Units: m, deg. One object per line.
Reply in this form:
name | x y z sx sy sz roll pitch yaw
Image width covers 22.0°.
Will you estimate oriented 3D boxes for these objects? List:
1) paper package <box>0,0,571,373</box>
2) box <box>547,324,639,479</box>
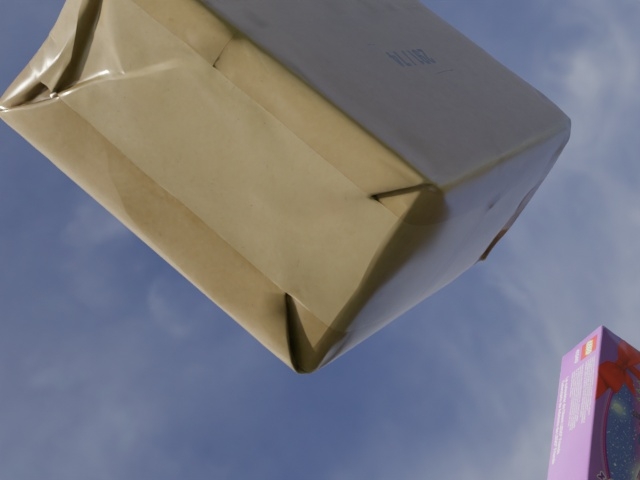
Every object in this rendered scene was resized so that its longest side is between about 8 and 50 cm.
paper package | -0.014 -0.091 1.205 0.168 0.309 0.325 -56 -13 25
box | 0.271 0.225 1.289 0.201 0.057 0.293 34 -142 -13
